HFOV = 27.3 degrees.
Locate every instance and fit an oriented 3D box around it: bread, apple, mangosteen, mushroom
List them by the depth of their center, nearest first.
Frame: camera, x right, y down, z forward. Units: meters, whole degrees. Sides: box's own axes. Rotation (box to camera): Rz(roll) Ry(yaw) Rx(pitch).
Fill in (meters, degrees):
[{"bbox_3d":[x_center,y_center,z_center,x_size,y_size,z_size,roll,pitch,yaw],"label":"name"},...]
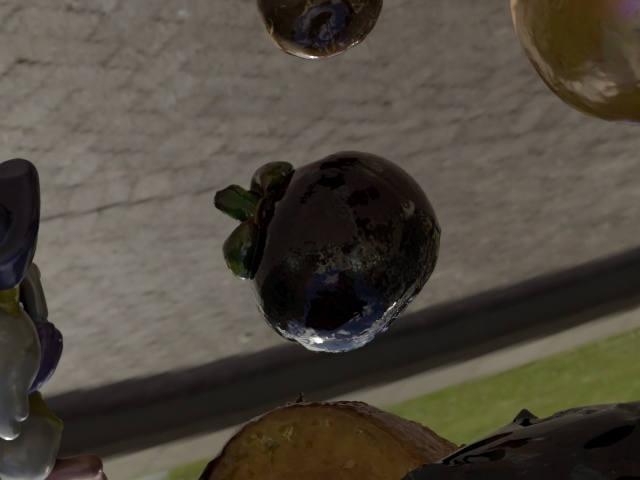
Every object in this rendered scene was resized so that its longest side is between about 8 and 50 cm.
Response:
[{"bbox_3d":[0.160,-0.117,0.619,0.146,0.146,0.146,-17,164,-5],"label":"apple"},{"bbox_3d":[0.002,0.317,1.155,0.337,0.358,0.204,18,171,29],"label":"bread"},{"bbox_3d":[0.012,0.000,1.342,0.216,0.216,0.216,-17,164,-5],"label":"mangosteen"},{"bbox_3d":[0.002,-0.274,1.393,0.135,0.171,0.080,10,155,1],"label":"mushroom"}]

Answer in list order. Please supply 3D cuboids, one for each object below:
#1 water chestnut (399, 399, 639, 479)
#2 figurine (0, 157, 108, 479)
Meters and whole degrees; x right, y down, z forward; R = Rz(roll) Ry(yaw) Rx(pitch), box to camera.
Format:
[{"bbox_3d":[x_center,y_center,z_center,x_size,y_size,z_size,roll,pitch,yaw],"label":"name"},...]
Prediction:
[{"bbox_3d":[0.210,0.243,0.770,0.347,0.335,0.335,-4,159,-29],"label":"water chestnut"},{"bbox_3d":[-0.288,0.117,1.188,0.154,0.193,0.421,-18,147,-15],"label":"figurine"}]
